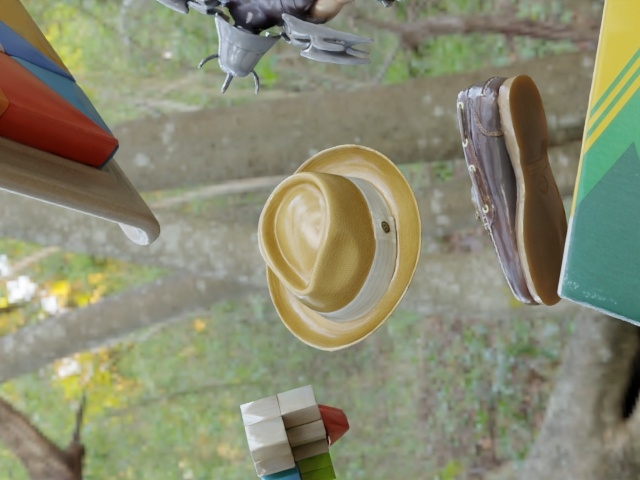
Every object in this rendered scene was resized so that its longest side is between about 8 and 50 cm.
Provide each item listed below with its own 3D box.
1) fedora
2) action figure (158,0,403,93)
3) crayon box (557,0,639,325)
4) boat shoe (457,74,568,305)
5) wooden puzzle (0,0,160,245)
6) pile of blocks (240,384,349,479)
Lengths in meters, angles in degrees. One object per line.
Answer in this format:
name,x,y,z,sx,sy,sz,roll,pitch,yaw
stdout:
fedora,0.000,0.000,1.143,0.079,0.194,0.194,17,-118,-49
action figure,-0.014,-0.229,0.829,0.099,0.185,0.284,-164,93,-79
crayon box,0.270,-0.123,0.897,0.203,0.083,0.322,-31,-48,-45
boat shoe,0.170,-0.043,1.125,0.073,0.073,0.206,-11,-87,-47
wooden puzzle,-0.193,-0.106,0.626,0.221,0.044,0.239,52,-167,30
pile of blocks,-0.017,0.250,1.493,0.362,0.113,0.148,93,160,-83
